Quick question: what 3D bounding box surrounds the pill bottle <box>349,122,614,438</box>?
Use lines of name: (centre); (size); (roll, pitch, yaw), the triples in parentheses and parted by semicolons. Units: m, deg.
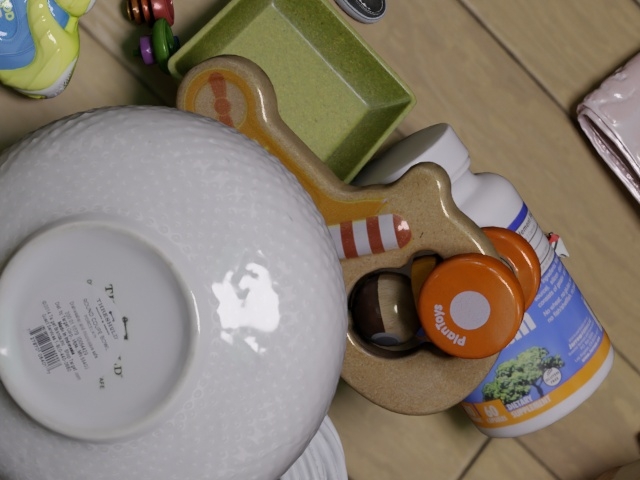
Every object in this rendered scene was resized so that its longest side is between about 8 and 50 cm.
pill bottle: (0.141, 0.034, 1.391); (0.152, 0.152, 0.272); (-39, 104, -19)

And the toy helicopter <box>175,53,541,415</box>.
toy helicopter: (0.000, 0.000, 1.260); (0.235, 0.140, 0.355); (-42, 89, 19)

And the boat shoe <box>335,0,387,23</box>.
boat shoe: (0.023, -0.269, 1.418); (0.049, 0.040, 0.142); (-34, 100, -20)

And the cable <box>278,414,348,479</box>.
cable: (-0.102, 0.226, 1.324); (0.257, 0.089, 0.257); (-19, 96, -23)

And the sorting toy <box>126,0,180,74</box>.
sorting toy: (-0.151, -0.183, 1.335); (0.042, 0.061, 0.102); (-10, 54, 6)

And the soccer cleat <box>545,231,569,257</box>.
soccer cleat: (0.212, 0.026, 1.492); (0.083, 0.029, 0.035); (-41, 99, -23)

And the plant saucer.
plant saucer: (-0.030, -0.134, 1.361); (0.188, 0.045, 0.188); (46, 53, -8)

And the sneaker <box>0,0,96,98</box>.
sneaker: (-0.242, -0.247, 1.282); (0.126, 0.091, 0.240); (18, 82, -20)

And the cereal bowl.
cereal bowl: (-0.151, 0.063, 1.148); (0.339, 0.141, 0.338); (0, 92, 8)

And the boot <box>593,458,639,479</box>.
boot: (0.355, 0.296, 1.439); (0.295, 0.104, 0.211); (-26, 87, -58)

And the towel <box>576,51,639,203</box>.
towel: (0.465, -0.102, 1.567); (0.332, 0.053, 0.317); (-38, 95, -23)
